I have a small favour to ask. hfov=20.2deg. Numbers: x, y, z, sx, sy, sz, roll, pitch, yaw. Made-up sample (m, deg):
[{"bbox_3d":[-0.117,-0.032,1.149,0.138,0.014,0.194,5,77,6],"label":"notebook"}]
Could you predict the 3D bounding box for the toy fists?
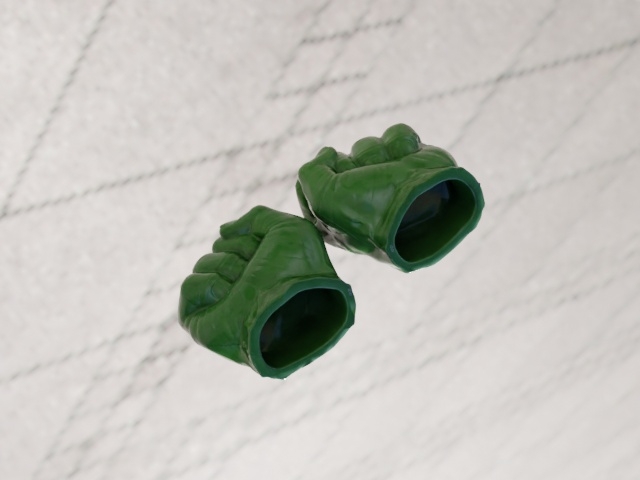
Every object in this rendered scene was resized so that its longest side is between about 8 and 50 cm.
[{"bbox_3d":[0.000,0.000,1.531,0.279,0.142,0.096,-39,123,-18],"label":"toy fists"}]
